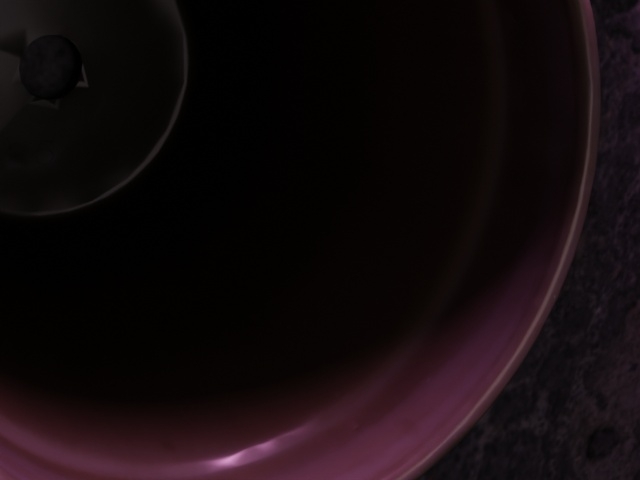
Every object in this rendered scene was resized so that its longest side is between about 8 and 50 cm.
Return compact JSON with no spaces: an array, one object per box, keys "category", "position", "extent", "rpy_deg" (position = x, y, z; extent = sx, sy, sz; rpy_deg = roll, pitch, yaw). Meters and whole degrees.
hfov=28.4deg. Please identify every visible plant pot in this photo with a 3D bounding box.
[{"category":"plant pot","position":[-0.084,-0.062,0.587],"extent":[0.323,0.280,0.323],"rpy_deg":[-12,113,-30]}]
